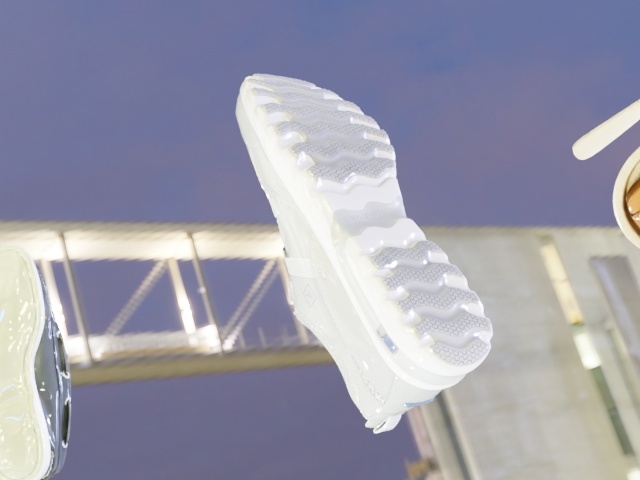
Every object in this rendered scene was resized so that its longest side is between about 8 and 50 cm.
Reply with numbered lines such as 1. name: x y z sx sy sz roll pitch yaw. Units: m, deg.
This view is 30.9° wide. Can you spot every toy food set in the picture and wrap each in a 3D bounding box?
1. toy food set: 0.299 -0.036 0.917 0.132 0.038 0.192 -38 -70 23

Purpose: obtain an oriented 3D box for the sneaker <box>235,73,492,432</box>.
1. sneaker: 0.000 0.000 0.778 0.105 0.281 0.115 4 -44 -36

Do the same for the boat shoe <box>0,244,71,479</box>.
1. boat shoe: -0.413 0.178 1.649 0.127 0.340 0.113 -19 -17 15
